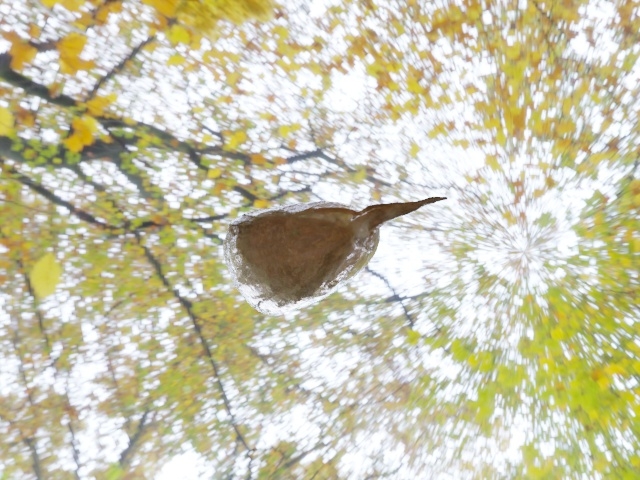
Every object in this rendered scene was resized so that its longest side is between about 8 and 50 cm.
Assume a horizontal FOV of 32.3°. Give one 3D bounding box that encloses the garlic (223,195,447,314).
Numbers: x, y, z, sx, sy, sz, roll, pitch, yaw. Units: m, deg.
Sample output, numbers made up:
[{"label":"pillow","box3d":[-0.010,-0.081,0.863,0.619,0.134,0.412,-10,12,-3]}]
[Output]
[{"label":"garlic","box3d":[-0.003,0.001,0.907,0.128,0.198,0.090,-22,-92,-33]}]
